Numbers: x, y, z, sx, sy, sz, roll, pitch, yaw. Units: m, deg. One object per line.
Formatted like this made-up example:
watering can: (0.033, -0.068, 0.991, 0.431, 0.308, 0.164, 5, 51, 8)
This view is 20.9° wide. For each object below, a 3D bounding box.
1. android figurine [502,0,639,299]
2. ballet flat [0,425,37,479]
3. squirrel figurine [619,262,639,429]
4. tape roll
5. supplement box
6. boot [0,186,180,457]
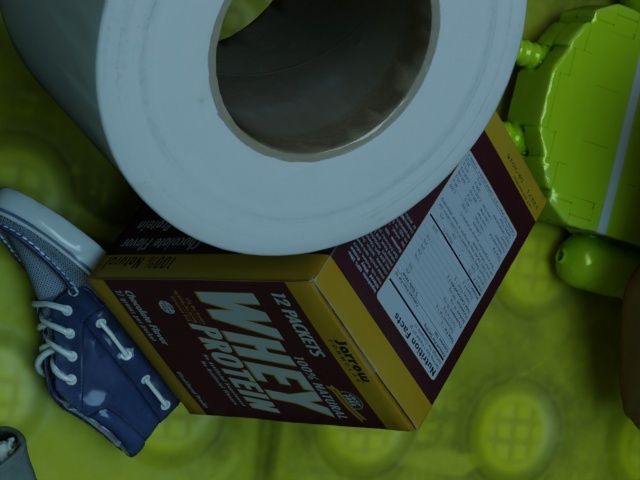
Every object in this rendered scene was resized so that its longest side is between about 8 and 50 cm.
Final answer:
android figurine: (0.242, -0.078, 1.311, 0.272, 0.056, 0.248, 13, 89, -29)
ballet flat: (-0.242, 0.154, 1.033, 0.213, 0.072, 0.068, -16, 97, -67)
squirrel figurine: (0.423, -0.035, 1.234, 0.370, 0.281, 0.397, -29, 121, -32)
tape roll: (-0.034, -0.135, 0.935, 0.246, 0.169, 0.246, -14, 123, -23)
supplement box: (0.000, 0.000, 1.083, 0.129, 0.191, 0.194, 56, 51, -32)
boot: (-0.157, 0.055, 1.112, 0.190, 0.069, 0.086, 45, 72, -24)
